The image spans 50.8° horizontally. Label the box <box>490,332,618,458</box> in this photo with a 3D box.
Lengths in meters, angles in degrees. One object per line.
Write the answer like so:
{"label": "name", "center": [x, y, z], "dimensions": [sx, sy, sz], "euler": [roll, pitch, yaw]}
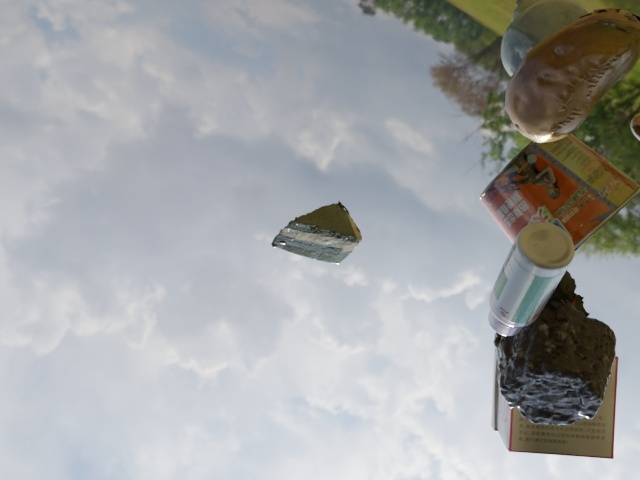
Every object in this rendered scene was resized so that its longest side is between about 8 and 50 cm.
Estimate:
{"label": "box", "center": [0.695, 0.458, 2.030], "dimensions": [0.314, 0.313, 0.300], "euler": [2, -178, 6]}

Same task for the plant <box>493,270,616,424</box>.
{"label": "plant", "center": [0.496, 0.212, 1.436], "dimensions": [0.213, 0.215, 0.312], "euler": [36, -136, -12]}

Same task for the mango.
{"label": "mango", "center": [0.389, -0.254, 1.040], "dimensions": [0.151, 0.248, 0.156], "euler": [16, -123, -27]}

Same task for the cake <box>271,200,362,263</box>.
{"label": "cake", "center": [-0.004, 0.000, 2.187], "dimensions": [0.172, 0.158, 0.283], "euler": [48, -147, 16]}

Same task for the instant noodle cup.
{"label": "instant noodle cup", "center": [0.481, -0.086, 1.396], "dimensions": [0.214, 0.296, 0.296], "euler": [47, -152, 12]}

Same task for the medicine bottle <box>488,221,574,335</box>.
{"label": "medicine bottle", "center": [0.347, 0.077, 1.147], "dimensions": [0.095, 0.260, 0.095], "euler": [1, -125, -2]}

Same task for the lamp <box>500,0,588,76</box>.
{"label": "lamp", "center": [0.483, -0.437, 1.457], "dimensions": [0.197, 0.198, 0.244], "euler": [24, -144, -13]}

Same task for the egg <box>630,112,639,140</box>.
{"label": "egg", "center": [0.665, -0.228, 1.350], "dimensions": [0.083, 0.071, 0.071], "euler": [22, -156, 10]}
